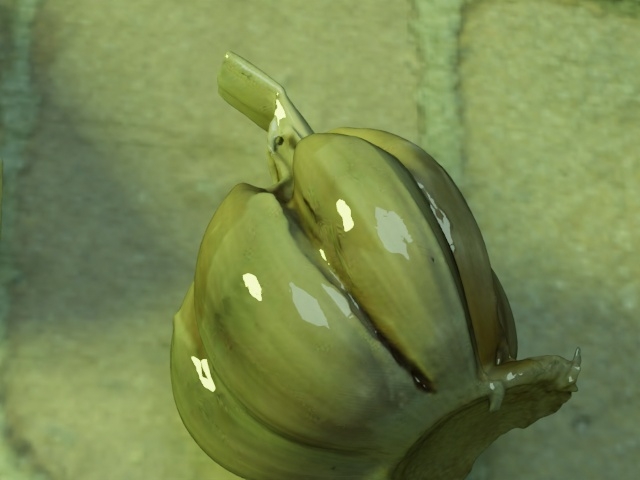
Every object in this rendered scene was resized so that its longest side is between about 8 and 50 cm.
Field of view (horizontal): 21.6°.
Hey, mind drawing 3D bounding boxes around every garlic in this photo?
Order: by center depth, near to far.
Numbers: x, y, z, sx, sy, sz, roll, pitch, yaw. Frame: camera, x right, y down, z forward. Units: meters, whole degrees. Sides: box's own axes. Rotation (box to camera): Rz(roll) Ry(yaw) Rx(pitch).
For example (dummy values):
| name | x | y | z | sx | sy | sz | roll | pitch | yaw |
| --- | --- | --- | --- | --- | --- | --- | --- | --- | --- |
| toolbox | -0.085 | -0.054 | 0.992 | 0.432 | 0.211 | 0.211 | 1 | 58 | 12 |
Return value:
| name | x | y | z | sx | sy | sz | roll | pitch | yaw |
| --- | --- | --- | --- | --- | --- | --- | --- | --- | --- |
| garlic | 0.000 | 0.000 | 0.612 | 0.127 | 0.131 | 0.194 | 4 | 54 | -41 |

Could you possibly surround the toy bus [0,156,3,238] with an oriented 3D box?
| name | x | y | z | sx | sy | sz | roll | pitch | yaw |
| --- | --- | --- | --- | --- | --- | --- | --- | --- | --- |
| toy bus | -0.209 | -0.079 | 0.664 | 0.074 | 0.081 | 0.226 | -23 | 61 | -26 |
